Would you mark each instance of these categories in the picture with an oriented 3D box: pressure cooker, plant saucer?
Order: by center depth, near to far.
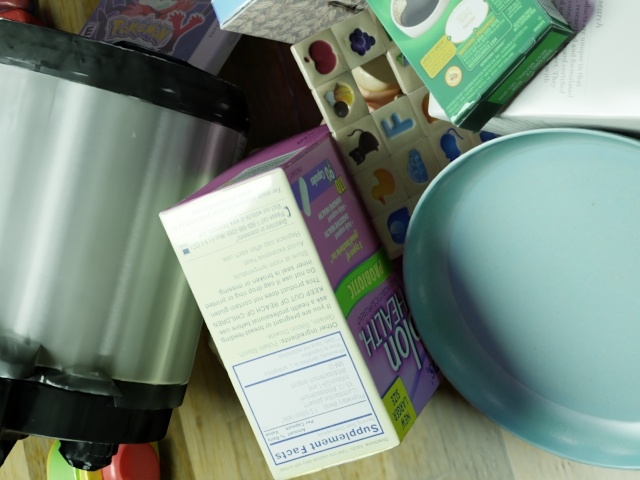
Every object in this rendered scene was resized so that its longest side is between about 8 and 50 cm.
[{"bbox_3d":[0.219,0.044,1.252,0.317,0.044,0.317,14,126,21],"label":"plant saucer"},{"bbox_3d":[-0.276,0.021,1.426,0.375,0.370,0.420,14,91,38],"label":"pressure cooker"}]

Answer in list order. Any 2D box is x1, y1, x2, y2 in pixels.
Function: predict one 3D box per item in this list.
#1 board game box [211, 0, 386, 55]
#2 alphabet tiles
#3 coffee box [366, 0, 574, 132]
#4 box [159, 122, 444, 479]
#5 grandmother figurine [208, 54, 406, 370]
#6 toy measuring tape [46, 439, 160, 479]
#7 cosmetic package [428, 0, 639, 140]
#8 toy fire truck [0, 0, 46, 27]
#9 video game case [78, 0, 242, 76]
[{"bbox_3d":[-0.013,-0.333,1.429,0.141,0.232,0.291,-34,66,33],"label":"board game box"},{"bbox_3d":[0.104,-0.096,1.343,0.009,0.198,0.237,-10,107,63],"label":"alphabet tiles"},{"bbox_3d":[0.102,-0.187,1.201,0.113,0.040,0.184,-47,58,24],"label":"coffee box"},{"bbox_3d":[0.000,0.041,1.326,0.117,0.213,0.243,-19,99,23],"label":"box"},{"bbox_3d":[0.000,0.000,1.486,0.208,0.104,0.342,50,119,32],"label":"grandmother figurine"},{"bbox_3d":[-0.235,0.181,1.650,0.121,0.121,0.330,-14,78,38],"label":"toy measuring tape"},{"bbox_3d":[0.288,-0.149,1.197,0.365,0.197,0.155,4,87,38],"label":"cosmetic package"},{"bbox_3d":[-0.424,-0.173,1.810,0.302,0.169,0.254,-8,64,37],"label":"toy fire truck"},{"bbox_3d":[-0.144,-0.245,1.605,0.201,0.023,0.183,13,64,39],"label":"video game case"}]
